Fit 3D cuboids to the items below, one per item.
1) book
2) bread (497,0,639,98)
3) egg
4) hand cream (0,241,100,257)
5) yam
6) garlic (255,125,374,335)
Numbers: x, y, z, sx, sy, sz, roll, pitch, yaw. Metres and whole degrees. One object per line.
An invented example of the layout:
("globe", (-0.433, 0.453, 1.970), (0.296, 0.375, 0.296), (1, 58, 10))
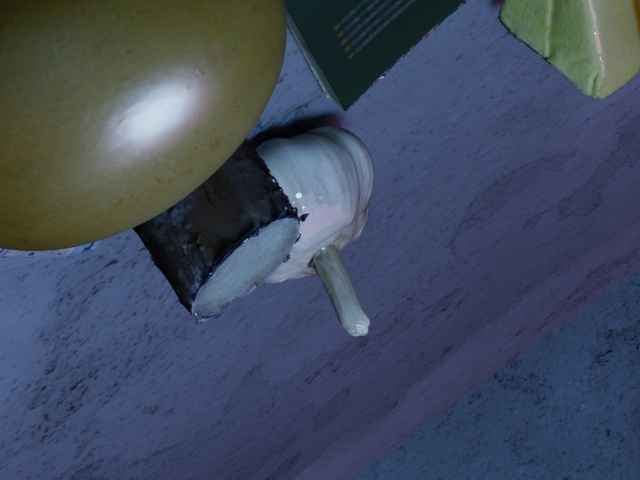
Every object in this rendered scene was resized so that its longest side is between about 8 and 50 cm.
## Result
("book", (0.074, -0.278, 1.825), (0.260, 0.043, 0.371), (-42, 161, -3))
("bread", (0.318, -0.302, 1.998), (0.168, 0.163, 0.264), (-37, 160, -28))
("egg", (-0.178, -0.126, 1.364), (0.322, 0.250, 0.250), (-20, 162, 11))
("hand cream", (-0.274, -0.005, 1.775), (0.065, 0.043, 0.171), (-49, 156, 23))
("yam", (-0.126, -0.080, 1.538), (0.131, 0.279, 0.131), (-31, 165, -9))
("garlic", (0.000, 0.000, 2.005), (0.199, 0.226, 0.199), (-29, 158, -13))
